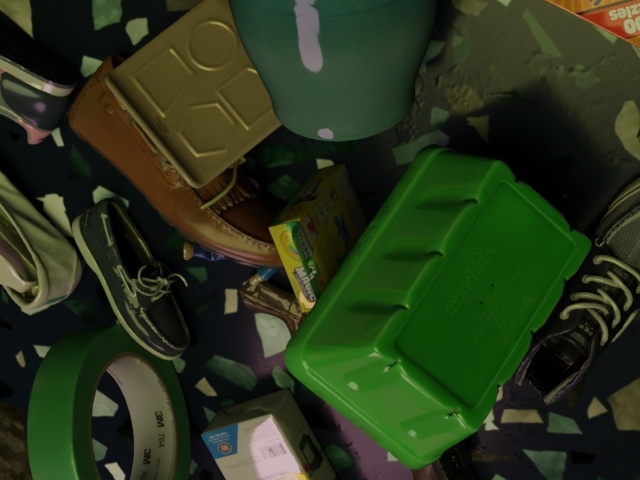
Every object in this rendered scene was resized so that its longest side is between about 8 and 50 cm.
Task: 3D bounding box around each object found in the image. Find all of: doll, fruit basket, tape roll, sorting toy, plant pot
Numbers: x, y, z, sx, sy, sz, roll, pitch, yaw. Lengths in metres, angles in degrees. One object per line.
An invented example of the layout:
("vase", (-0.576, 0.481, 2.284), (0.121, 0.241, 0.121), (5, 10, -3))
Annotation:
("doll", (-0.098, 0.003, 1.973), (0.189, 0.046, 0.129), (2, 105, 14))
("fruit basket", (0.139, 0.095, 1.795), (0.283, 0.392, 0.392), (40, 122, -14))
("tape roll", (-0.298, 0.283, 2.023), (0.077, 0.321, 0.321), (-10, 111, 23))
("sorting toy", (-0.143, -0.196, 1.817), (0.208, 0.038, 0.193), (-39, 85, -13))
("plant pot", (0.018, -0.269, 1.685), (0.271, 0.271, 0.255), (8, 131, 16))

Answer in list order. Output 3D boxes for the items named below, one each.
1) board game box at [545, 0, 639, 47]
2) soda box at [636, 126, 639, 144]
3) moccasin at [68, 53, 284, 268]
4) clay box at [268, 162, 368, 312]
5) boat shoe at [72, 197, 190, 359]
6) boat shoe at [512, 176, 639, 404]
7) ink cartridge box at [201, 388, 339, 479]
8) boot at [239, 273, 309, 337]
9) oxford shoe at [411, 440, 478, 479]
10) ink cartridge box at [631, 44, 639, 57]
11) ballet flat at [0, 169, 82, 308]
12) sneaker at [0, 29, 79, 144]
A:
("board game box", (0.277, -0.470, 1.424), (0.356, 0.356, 0.356), (27, 120, 6))
("soda box", (0.478, -0.144, 1.687), (0.181, 0.058, 0.061), (-24, 105, 28))
("moccasin", (-0.166, -0.107, 1.892), (0.380, 0.139, 0.147), (43, 117, 15))
("clay box", (0.000, 0.000, 1.834), (0.053, 0.222, 0.127), (-13, 109, 26))
("boat shoe", (-0.260, 0.054, 2.032), (0.079, 0.095, 0.254), (-30, 90, 34))
("boat shoe", (0.366, 0.068, 1.772), (0.127, 0.158, 0.340), (32, 122, 2))
("ink cartridge box", (-0.062, 0.352, 2.113), (0.134, 0.078, 0.231), (-19, 107, 27))
("boot", (-0.067, 0.111, 2.020), (0.114, 0.037, 0.106), (19, 107, 6))
("oxford shoe", (0.184, 0.374, 2.047), (0.096, 0.083, 0.227), (-1, 115, 40))
("ink cartridge box", (0.474, -0.246, 1.585), (0.212, 0.093, 0.154), (-41, 65, 29))
("ballet flat", (-0.517, -0.054, 2.048), (0.400, 0.139, 0.139), (45, 121, -5))
("sneaker", (-0.500, -0.245, 1.959), (0.319, 0.112, 0.131), (30, 118, 5))
